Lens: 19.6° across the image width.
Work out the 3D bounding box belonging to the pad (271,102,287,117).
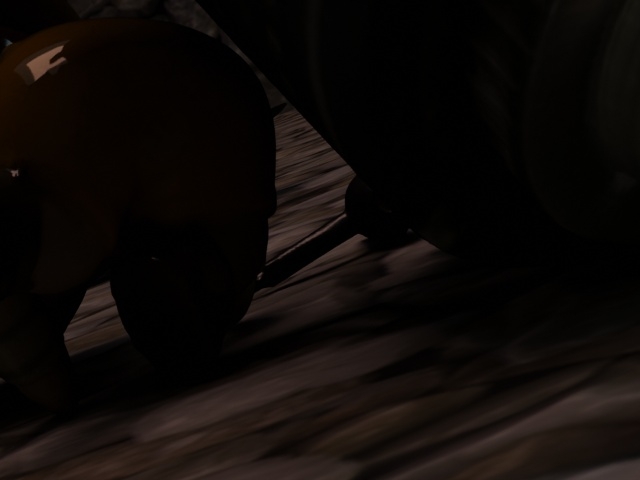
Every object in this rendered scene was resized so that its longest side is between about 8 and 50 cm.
[{"bbox_3d":[-0.053,-0.041,1.126,0.323,0.055,0.250,-17,7,30],"label":"pad"}]

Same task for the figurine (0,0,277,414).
[{"bbox_3d":[-0.120,-0.021,0.655,0.192,0.167,0.257,-8,-2,-43],"label":"figurine"}]

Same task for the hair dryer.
[{"bbox_3d":[0.000,0.000,0.741,0.083,0.031,0.079,-30,-3,-10],"label":"hair dryer"}]

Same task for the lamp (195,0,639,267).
[{"bbox_3d":[0.043,-0.133,0.502,0.205,0.374,0.272,-38,33,-6],"label":"lamp"}]
